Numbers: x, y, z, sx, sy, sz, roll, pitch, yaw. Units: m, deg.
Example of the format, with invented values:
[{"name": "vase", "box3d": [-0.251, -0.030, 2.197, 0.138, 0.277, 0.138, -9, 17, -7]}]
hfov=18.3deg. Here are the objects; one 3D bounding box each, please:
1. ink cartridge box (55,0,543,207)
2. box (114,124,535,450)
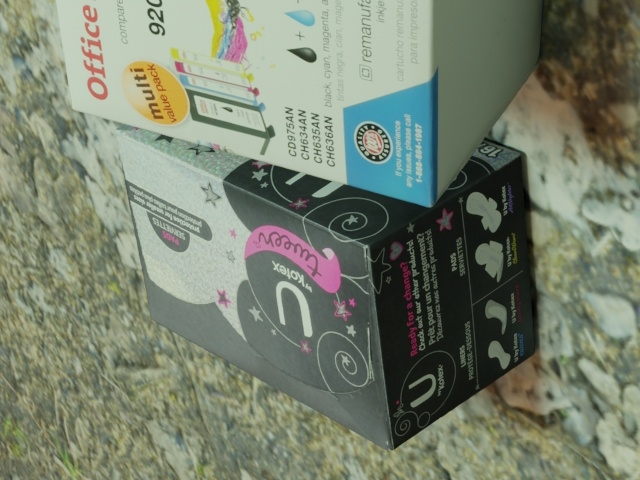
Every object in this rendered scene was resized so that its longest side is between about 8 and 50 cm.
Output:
[{"name": "ink cartridge box", "box3d": [-0.011, -0.155, 1.100, 0.233, 0.168, 0.171, 16, 132, 22]}, {"name": "box", "box3d": [0.000, 0.000, 1.296, 0.247, 0.142, 0.163, 25, 135, 41]}]
